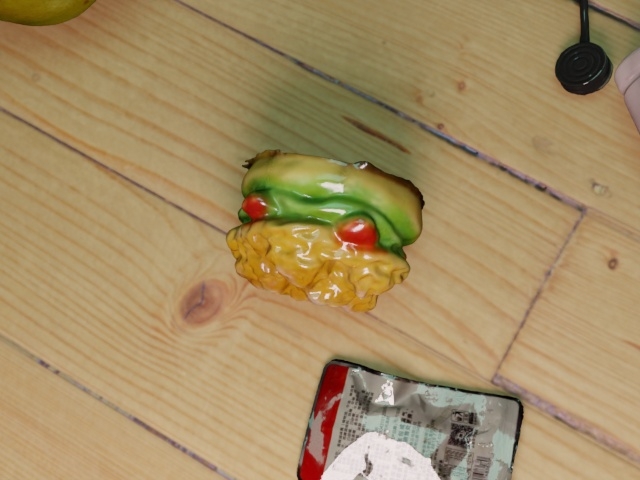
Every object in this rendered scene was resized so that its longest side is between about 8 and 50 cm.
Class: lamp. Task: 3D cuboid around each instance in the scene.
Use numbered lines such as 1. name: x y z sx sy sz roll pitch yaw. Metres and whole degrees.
1. lamp: 0.331 -0.373 1.432 0.130 0.108 0.371 9 73 31

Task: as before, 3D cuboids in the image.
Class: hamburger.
1. hamburger: 0.000 0.000 1.273 0.237 0.237 0.148 13 77 8

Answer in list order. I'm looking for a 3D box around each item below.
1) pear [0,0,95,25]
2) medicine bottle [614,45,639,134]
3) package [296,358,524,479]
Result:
1. pear: -0.387 -0.392 1.407 0.321 0.269 0.269 7 72 16
2. medicine bottle: 0.451 -0.116 1.323 0.133 0.133 0.249 -17 71 -2
3. package: 0.103 0.228 1.284 0.239 0.030 0.154 12 74 8
